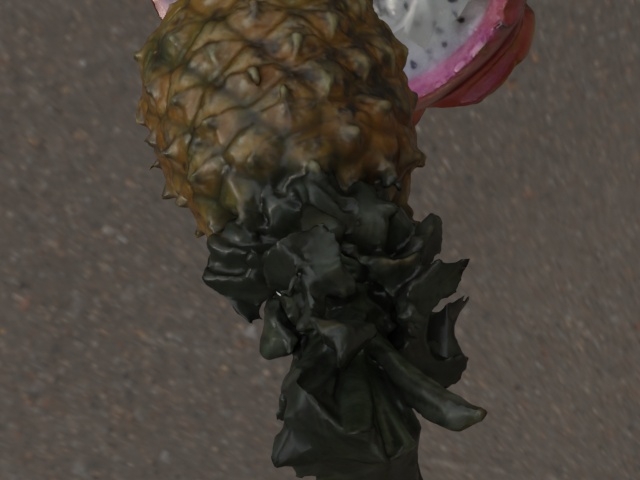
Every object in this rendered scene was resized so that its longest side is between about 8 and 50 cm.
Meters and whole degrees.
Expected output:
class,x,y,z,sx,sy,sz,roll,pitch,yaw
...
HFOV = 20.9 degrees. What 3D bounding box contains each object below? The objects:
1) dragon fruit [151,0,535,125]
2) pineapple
class,x,y,z,sx,sy,sz,roll,pitch,yaw
dragon fruit,0.027,-0.203,1.166,0.290,0.189,0.290,3,98,19
pineapple,-0.001,0.000,0.727,0.128,0.128,0.248,-24,53,8
